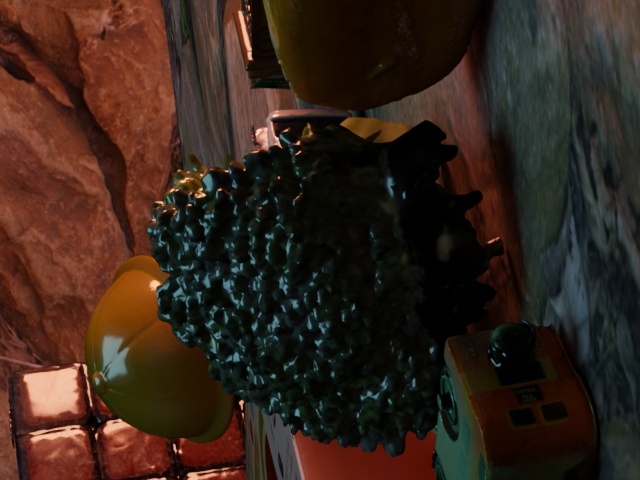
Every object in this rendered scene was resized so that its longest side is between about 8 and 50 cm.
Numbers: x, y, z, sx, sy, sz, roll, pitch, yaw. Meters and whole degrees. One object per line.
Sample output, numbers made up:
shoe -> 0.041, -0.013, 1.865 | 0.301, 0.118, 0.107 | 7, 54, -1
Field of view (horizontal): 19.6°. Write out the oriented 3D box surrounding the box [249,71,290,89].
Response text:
box -> -0.036, -0.180, 1.832 | 0.207, 0.050, 0.041 | 160, 106, -81

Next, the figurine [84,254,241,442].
figurine -> -0.097, 0.094, 1.776 | 0.167, 0.257, 0.192 | -139, 36, -80

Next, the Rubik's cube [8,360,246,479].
Rubik's cube -> -0.156, 0.341, 2.082 | 0.337, 0.343, 0.344 | 95, 167, -54

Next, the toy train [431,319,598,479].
toy train -> 0.106, 0.130, 1.066 | 0.188, 0.072, 0.099 | 91, 169, -45

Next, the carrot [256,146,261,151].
carrot -> -0.030, 0.011, 1.908 | 0.067, 0.067, 0.225 | -129, 35, -74

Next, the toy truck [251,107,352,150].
toy truck -> -0.012, -0.027, 1.642 | 0.227, 0.098, 0.114 | 93, 172, -57

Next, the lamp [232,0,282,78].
lamp -> -0.028, -0.291, 1.560 | 0.089, 0.090, 0.325 | -105, 12, -46

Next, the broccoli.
broccoli -> 0.032, 0.002, 1.215 | 0.247, 0.263, 0.243 | -48, 12, 36

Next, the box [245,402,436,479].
box -> 0.020, 0.233, 1.552 | 0.385, 0.122, 0.344 | 92, 168, -45

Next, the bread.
bread -> 0.031, -0.163, 1.123 | 0.190, 0.132, 0.114 | 90, 170, -59
